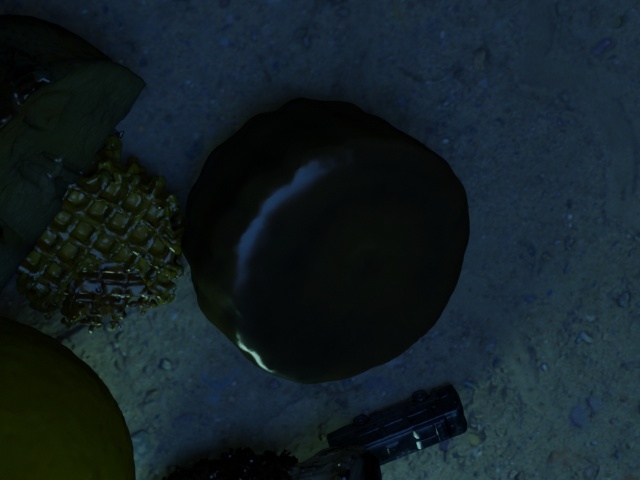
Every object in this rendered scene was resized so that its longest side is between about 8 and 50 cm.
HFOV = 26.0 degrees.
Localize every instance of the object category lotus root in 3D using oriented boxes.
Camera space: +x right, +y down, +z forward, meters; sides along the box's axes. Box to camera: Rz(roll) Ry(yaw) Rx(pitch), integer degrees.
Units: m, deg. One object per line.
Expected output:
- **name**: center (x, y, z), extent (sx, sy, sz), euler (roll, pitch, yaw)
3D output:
- **lotus root**: center (-0.317, -0.093, 1.269), extent (0.149, 0.260, 0.267), euler (34, 91, 11)

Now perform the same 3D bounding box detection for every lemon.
- **lemon**: center (-0.354, 0.250, 1.383), extent (0.350, 0.350, 0.387), euler (-41, 127, 5)

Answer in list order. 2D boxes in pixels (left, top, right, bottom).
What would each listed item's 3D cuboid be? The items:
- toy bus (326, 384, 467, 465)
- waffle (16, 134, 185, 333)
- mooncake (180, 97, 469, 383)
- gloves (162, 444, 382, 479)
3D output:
- **toy bus**: center (0.092, 0.225, 1.632), extent (0.166, 0.065, 0.047), euler (-21, 115, -3)
- **waffle**: center (-0.232, 0.004, 1.456), extent (0.193, 0.070, 0.197), euler (-29, 116, -2)
- **mooncake**: center (0.000, 0.000, 1.446), extent (0.290, 0.161, 0.290), euler (-12, 118, -22)
- **gloves**: center (-0.079, 0.338, 1.586), extent (0.313, 0.135, 0.210), euler (-2, 106, 15)
